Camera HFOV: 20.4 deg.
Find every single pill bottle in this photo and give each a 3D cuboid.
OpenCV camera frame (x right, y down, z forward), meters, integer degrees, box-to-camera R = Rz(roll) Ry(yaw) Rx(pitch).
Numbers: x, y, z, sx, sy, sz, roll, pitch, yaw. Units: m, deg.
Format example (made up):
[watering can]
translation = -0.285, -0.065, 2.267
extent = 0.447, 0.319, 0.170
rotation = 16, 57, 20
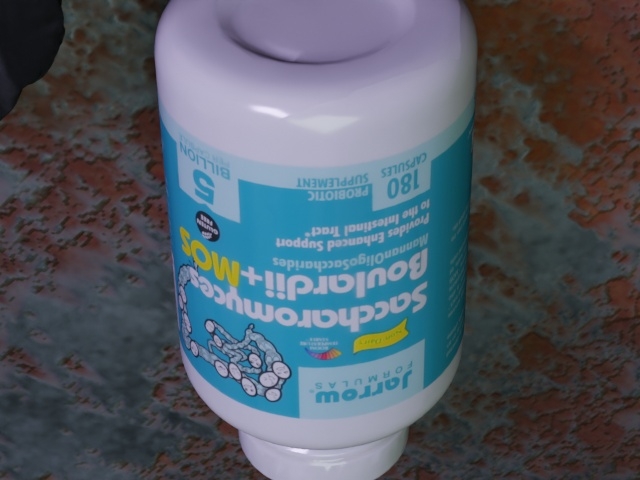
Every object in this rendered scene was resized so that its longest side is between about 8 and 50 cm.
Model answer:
[pill bottle]
translation = 0.000, 0.000, 0.864
extent = 0.146, 0.146, 0.264
rotation = -5, 129, -4

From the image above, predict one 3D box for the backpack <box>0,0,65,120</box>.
[backpack]
translation = -0.212, -0.098, 0.736
extent = 0.152, 0.182, 0.115
rotation = -31, 136, -36
